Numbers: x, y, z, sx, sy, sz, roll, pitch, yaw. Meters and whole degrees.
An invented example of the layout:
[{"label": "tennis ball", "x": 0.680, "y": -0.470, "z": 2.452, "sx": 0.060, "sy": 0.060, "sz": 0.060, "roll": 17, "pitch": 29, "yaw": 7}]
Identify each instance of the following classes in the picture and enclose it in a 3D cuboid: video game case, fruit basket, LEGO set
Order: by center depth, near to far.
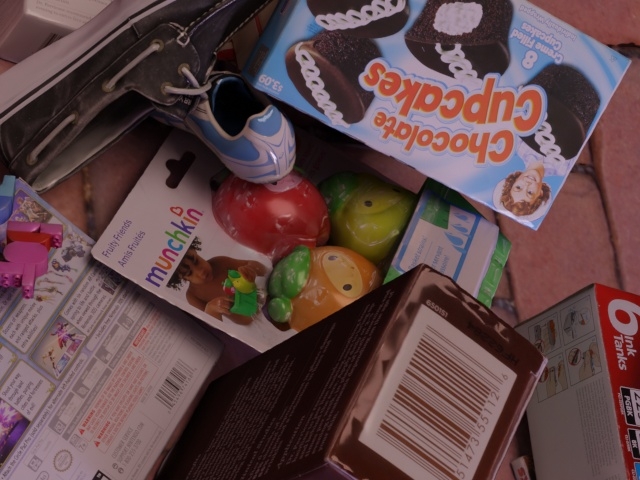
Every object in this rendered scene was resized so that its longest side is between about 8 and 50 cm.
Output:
[{"label": "LEGO set", "x": -0.329, "y": -0.002, "z": 1.452, "sx": 0.227, "sy": 0.087, "sz": 0.093, "roll": 4, "pitch": 50, "yaw": -5}, {"label": "video game case", "x": -0.243, "y": 0.120, "z": 1.528, "sx": 0.244, "sy": 0.061, "sz": 0.269, "roll": 41, "pitch": 51, "yaw": -12}, {"label": "fruit basket", "x": 0.000, "y": 0.000, "z": 1.675, "sx": 0.353, "sy": 0.165, "sz": 0.327, "roll": 34, "pitch": 38, "yaw": -5}]

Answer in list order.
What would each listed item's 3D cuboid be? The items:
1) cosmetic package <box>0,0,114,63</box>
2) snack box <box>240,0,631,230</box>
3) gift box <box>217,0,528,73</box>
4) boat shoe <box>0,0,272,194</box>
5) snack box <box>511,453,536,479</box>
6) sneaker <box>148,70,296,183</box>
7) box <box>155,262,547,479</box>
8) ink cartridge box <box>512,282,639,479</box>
[{"label": "cosmetic package", "x": -0.242, "y": -0.278, "z": 1.717, "sx": 0.117, "sy": 0.085, "sz": 0.231, "roll": 17, "pitch": 57, "yaw": -27}, {"label": "snack box", "x": 0.109, "y": -0.159, "z": 1.638, "sx": 0.322, "sy": 0.060, "sz": 0.187, "roll": 25, "pitch": 98, "yaw": -22}, {"label": "gift box", "x": 0.037, "y": -0.244, "z": 1.757, "sx": 0.255, "sy": 0.258, "sz": 0.276, "roll": 25, "pitch": 28, "yaw": -19}, {"label": "boat shoe", "x": -0.149, "y": -0.156, "z": 1.593, "sx": 0.119, "sy": 0.335, "sz": 0.121, "roll": 60, "pitch": 12, "yaw": 15}, {"label": "snack box", "x": 0.252, "y": 0.300, "z": 1.802, "sx": 0.064, "sy": 0.022, "sz": 0.178, "roll": -8, "pitch": 71, "yaw": -40}, {"label": "sneaker", "x": -0.102, "y": -0.134, "z": 1.670, "sx": 0.085, "sy": 0.086, "sz": 0.237, "roll": -26, "pitch": 40, "yaw": -28}, {"label": "box", "x": 0.000, "y": 0.179, "z": 1.446, "sx": 0.143, "sy": 0.381, "sz": 0.191, "roll": 37, "pitch": 58, "yaw": -15}, {"label": "ink cartridge box", "x": 0.356, "y": 0.228, "z": 1.821, "sx": 0.272, "sy": 0.130, "sz": 0.309, "roll": 14, "pitch": 57, "yaw": -35}]
